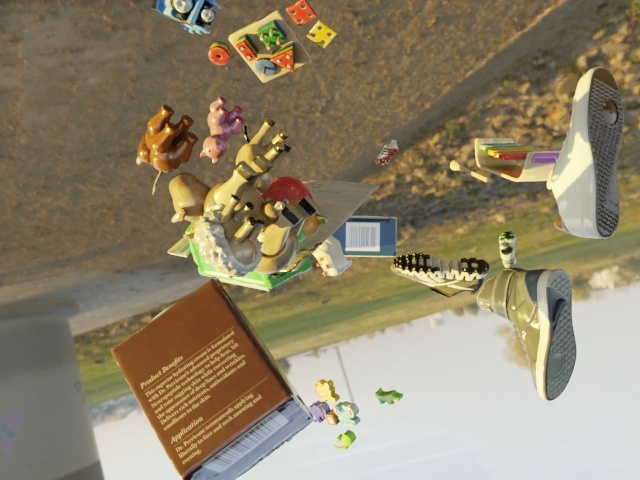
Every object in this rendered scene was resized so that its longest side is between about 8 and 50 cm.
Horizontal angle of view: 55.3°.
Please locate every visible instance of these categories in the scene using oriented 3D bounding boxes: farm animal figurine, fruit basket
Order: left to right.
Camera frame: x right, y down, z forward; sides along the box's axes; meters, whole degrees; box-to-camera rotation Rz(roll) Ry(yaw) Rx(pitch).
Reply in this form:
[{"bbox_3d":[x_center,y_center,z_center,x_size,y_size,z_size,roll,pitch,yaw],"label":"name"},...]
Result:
[{"bbox_3d":[-0.141,-0.070,0.981,0.172,0.326,0.330,-49,159,25],"label":"farm animal figurine"},{"bbox_3d":[-0.091,-0.039,1.288,0.327,0.165,0.353,7,-150,30],"label":"fruit basket"}]

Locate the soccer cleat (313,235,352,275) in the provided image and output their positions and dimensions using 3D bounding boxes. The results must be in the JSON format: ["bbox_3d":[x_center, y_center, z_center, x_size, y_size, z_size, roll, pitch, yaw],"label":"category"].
[{"bbox_3d":[0.000,0.000,1.475,0.076,0.196,0.068,-23,158,-28],"label":"soccer cleat"}]

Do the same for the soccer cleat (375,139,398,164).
[{"bbox_3d":[0.149,-0.197,1.372,0.029,0.035,0.083,8,160,-20],"label":"soccer cleat"}]

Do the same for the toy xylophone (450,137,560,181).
[{"bbox_3d":[0.487,-0.209,1.580,0.236,0.081,0.323,-5,-164,-18],"label":"toy xylophone"}]

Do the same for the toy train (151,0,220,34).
[{"bbox_3d":[-0.280,-0.481,1.262,0.105,0.080,0.184,18,-168,-33],"label":"toy train"}]

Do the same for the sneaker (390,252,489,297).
[{"bbox_3d":[0.286,0.093,1.487,0.234,0.106,0.078,4,-144,7],"label":"sneaker"}]

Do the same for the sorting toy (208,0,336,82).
[{"bbox_3d":[-0.102,-0.406,1.307,0.275,0.046,0.132,-17,137,27],"label":"sorting toy"}]

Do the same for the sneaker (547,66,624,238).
[{"bbox_3d":[0.446,-0.150,1.066,0.106,0.290,0.123,-1,-175,-29],"label":"sneaker"}]

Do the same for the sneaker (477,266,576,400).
[{"bbox_3d":[0.361,0.158,1.086,0.086,0.226,0.163,-1,-178,-33],"label":"sneaker"}]

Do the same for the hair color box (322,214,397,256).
[{"bbox_3d":[0.096,-0.016,1.674,0.174,0.105,0.347,1,-179,-3],"label":"hair color box"}]

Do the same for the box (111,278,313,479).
[{"bbox_3d":[-0.140,0.199,0.835,0.168,0.203,0.167,-35,153,-7],"label":"box"}]

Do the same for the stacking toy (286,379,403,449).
[{"bbox_3d":[0.026,0.329,1.178,0.221,0.052,0.167,-12,-167,44],"label":"stacking toy"}]

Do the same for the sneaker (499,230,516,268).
[{"bbox_3d":[0.442,0.029,1.439,0.038,0.069,0.098,-1,-142,26],"label":"sneaker"}]
